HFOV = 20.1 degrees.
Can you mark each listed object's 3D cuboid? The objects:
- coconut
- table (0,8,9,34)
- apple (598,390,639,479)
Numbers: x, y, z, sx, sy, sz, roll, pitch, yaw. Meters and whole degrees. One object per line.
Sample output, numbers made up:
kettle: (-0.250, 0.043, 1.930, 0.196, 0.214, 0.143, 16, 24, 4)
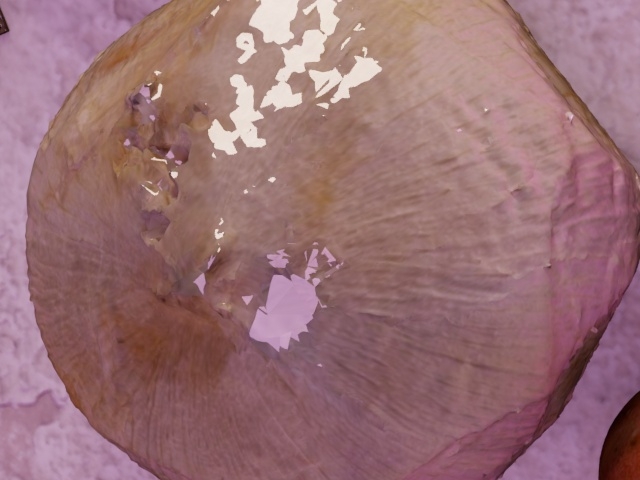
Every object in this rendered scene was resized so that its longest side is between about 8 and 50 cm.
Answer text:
coconut: (0.000, 0.000, 1.149, 0.405, 0.404, 0.404, 2, 98, 16)
table: (-0.298, -0.173, 1.354, 0.083, 0.082, 0.070, -21, 91, 18)
apple: (0.296, 0.190, 1.150, 0.253, 0.253, 0.253, 2, 98, 16)
